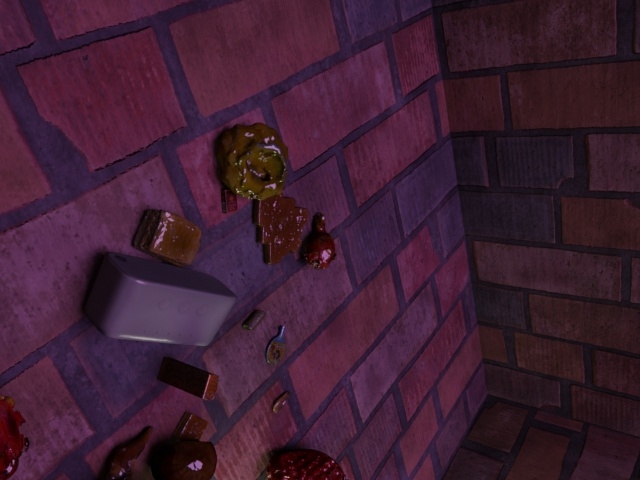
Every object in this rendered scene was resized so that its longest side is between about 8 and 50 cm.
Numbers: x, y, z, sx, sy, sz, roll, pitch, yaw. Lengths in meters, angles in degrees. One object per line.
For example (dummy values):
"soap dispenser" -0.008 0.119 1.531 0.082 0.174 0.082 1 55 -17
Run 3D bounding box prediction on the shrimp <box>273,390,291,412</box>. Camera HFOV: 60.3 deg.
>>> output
"shrimp" -0.152 0.641 2.183 0.108 0.023 0.059 -32 129 -45

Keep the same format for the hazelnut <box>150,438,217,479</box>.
"hazelnut" -0.429 0.701 1.734 0.202 0.160 0.170 28 88 -18

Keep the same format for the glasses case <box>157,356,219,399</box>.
"glasses case" -0.401 0.417 1.672 0.049 0.218 0.075 28 74 -51

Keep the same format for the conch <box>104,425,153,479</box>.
"conch" -0.571 0.642 1.615 0.080 0.086 0.232 26 55 -10

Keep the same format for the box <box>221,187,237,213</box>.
"box" -0.307 -0.136 1.858 0.051 0.023 0.082 -19 111 -50

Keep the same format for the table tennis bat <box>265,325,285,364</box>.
"table tennis bat" -0.166 0.405 2.129 0.100 0.019 0.155 29 76 -49

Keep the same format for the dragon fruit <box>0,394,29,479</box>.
"dragon fruit" -0.782 0.481 1.196 0.227 0.243 0.307 -85 176 -89

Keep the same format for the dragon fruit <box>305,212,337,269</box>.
"dragon fruit" 0.000 0.000 2.203 0.125 0.126 0.246 74 13 -71

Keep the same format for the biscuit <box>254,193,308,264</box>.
"biscuit" -0.157 -0.074 2.041 0.278 0.043 0.301 -53 132 -29

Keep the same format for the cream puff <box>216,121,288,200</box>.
"cream puff" -0.204 -0.263 1.831 0.282 0.185 0.281 3 87 -53

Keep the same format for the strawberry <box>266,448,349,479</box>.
"strawberry" -0.073 0.965 2.155 0.345 0.295 0.317 31 32 -24

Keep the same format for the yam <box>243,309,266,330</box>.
"yam" -0.239 0.289 2.000 0.094 0.043 0.043 -52 133 -35

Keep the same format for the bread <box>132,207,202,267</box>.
"bread" -0.444 -0.004 1.646 0.196 0.102 0.138 37 71 -50

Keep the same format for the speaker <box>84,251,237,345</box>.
"speaker" -0.453 0.179 1.587 0.406 0.183 0.184 21 98 -51

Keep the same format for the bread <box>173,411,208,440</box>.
"bread" -0.428 0.623 1.820 0.094 0.035 0.090 49 59 -44
